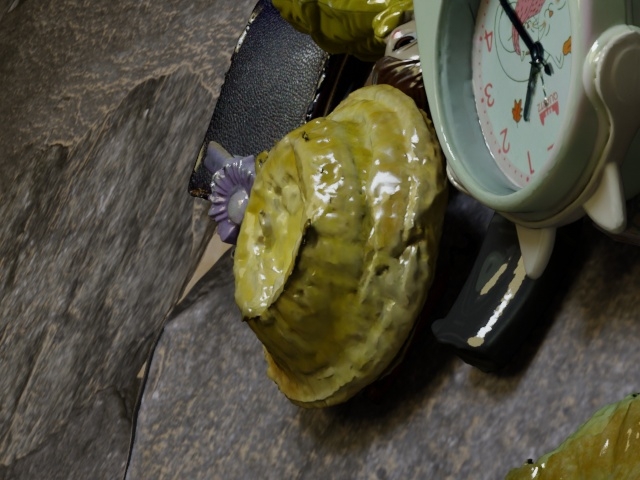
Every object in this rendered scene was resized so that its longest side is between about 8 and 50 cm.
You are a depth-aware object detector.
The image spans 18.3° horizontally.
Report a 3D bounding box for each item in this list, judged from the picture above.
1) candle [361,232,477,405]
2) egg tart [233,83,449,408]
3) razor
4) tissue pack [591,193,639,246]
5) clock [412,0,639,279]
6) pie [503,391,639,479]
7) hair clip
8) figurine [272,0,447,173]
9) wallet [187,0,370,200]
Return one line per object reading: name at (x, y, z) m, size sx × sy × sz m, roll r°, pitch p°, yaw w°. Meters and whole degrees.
candle at (0.084, 0.065, 1.707) m, size 0.167 × 0.026 × 0.021 m, roll -58°, pitch 29°, yaw -1°
egg tart at (0.000, 0.000, 1.720) m, size 0.290 × 0.115 × 0.290 m, roll -43°, pitch 39°, yaw 49°
razor at (0.151, 0.033, 1.586) m, size 0.148 × 0.054 × 0.090 m, roll -62°, pitch 25°, yaw -8°
tissue pack at (0.250, -0.027, 1.499) m, size 0.063 × 0.035 × 0.083 m, roll -61°, pitch 23°, yaw -5°
clock at (0.176, -0.142, 1.489) m, size 0.265 × 0.108 × 0.324 m, roll 147°, pitch 119°, yaw -61°
pie at (0.178, 0.230, 1.291) m, size 0.306 × 0.071 × 0.306 m, roll -46°, pitch 24°, yaw 27°
hair clip at (-0.038, -0.019, 1.948) m, size 0.292 × 0.084 × 0.106 m, roll 41°, pitch 126°, yaw 53°
figurine at (0.080, -0.200, 1.865) m, size 0.168 × 0.187 × 0.315 m, roll -67°, pitch 25°, yaw 23°
wallet at (-0.035, -0.153, 2.148) m, size 0.221 × 0.071 × 0.262 m, roll 11°, pitch 74°, yaw 59°
